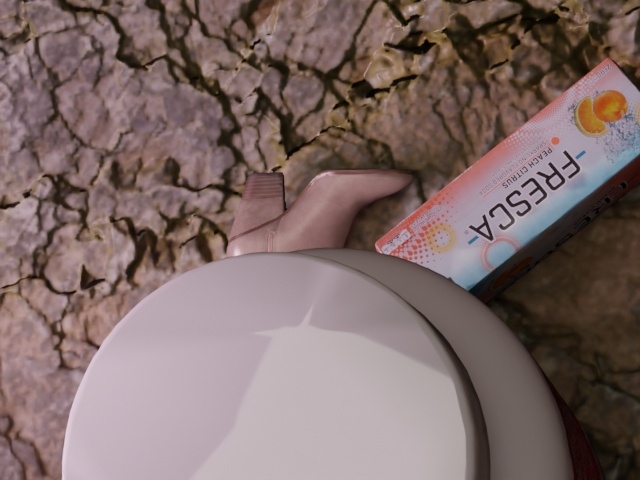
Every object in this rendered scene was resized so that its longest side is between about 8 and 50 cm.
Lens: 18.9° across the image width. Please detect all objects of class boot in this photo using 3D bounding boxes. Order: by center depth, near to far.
[{"bbox_3d":[0.000,0.000,1.193,0.118,0.042,0.087,-3,83,13],"label":"boot"}]

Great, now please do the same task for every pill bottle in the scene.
[{"bbox_3d":[0.020,0.133,0.960,0.229,0.407,0.229,-3,76,12],"label":"pill bottle"}]

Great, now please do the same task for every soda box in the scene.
[{"bbox_3d":[0.125,-0.026,1.157,0.183,0.058,0.063,-38,72,3],"label":"soda box"}]
